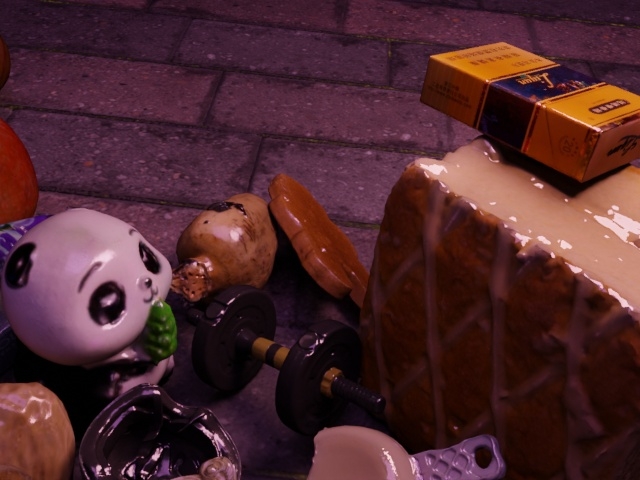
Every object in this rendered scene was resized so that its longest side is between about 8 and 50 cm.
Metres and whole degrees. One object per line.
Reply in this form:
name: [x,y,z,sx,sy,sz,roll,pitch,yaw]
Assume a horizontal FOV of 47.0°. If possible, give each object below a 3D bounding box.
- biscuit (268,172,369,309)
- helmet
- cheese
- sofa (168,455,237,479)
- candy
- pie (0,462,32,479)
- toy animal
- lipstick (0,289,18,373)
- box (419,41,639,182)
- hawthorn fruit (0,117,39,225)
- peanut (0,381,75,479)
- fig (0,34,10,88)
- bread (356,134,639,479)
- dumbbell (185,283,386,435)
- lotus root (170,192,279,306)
biscuit: [-0.003,0.002,1.145,0.044,0.186,0.295,-43,43,13]
helmet: [-0.190,0.265,0.843,0.177,0.107,0.153,31,40,0]
cheese: [0.071,0.284,0.791,0.249,0.071,0.163,-3,60,27]
sofa: [-0.142,0.357,0.668,0.258,0.200,0.182,-19,44,-28]
candy: [-0.449,0.035,0.987,0.070,0.145,0.275,47,8,-10]
pie: [-0.342,0.310,0.715,0.046,0.195,0.195,9,36,37]
toy animal: [-0.273,0.096,0.907,0.213,0.266,0.212,8,37,-6]
lipstick: [-0.392,0.078,1.051,0.076,0.077,0.289,23,44,18]
box: [0.258,-0.160,0.873,0.152,0.070,0.237,-20,41,-38]
hawthorn fruit: [-0.557,-0.082,1.098,0.258,0.258,0.261,-10,71,-17]
peanut: [-0.387,0.231,0.816,0.233,0.196,0.110,16,1,9]
fig: [-0.715,-0.332,1.406,0.235,0.214,0.235,-18,33,12]
bread: [0.253,0.108,0.875,0.279,0.389,0.371,-15,41,-36]
dumbbell: [-0.056,0.147,0.935,0.326,0.143,0.143,19,41,34]
lotus root: [-0.132,0.008,1.104,0.140,0.154,0.257,7,32,13]
